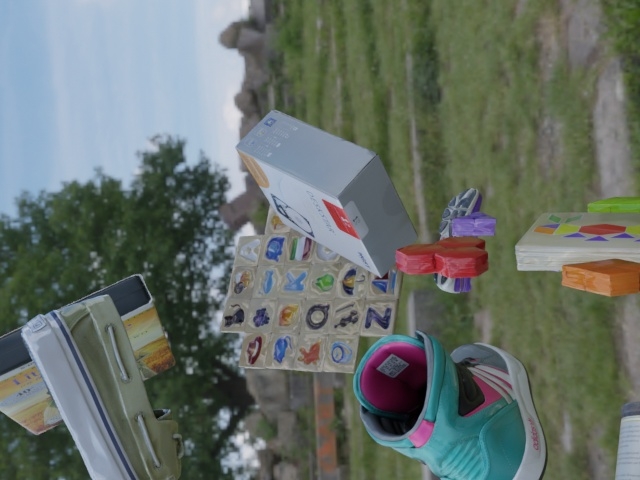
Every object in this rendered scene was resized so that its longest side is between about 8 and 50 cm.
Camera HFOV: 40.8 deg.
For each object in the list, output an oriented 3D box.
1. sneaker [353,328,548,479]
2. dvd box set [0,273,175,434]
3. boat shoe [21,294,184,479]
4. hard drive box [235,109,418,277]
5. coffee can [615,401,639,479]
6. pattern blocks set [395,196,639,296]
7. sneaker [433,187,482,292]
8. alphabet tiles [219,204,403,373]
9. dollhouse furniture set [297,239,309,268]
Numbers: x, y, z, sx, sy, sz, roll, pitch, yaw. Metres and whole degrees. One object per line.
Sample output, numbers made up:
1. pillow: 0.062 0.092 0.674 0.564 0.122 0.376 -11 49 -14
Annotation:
1. sneaker: 0.124 0.158 0.924 0.124 0.178 0.295 -56 7 13
2. dvd box set: -0.419 0.214 1.515 0.062 0.307 0.420 59 165 17
3. boat shoe: -0.182 0.197 0.831 0.302 0.094 0.109 66 160 -9
4. hard drive box: 0.009 -0.071 1.251 0.232 0.089 0.181 28 158 43
5. coffee can: 0.566 0.414 1.360 0.201 0.201 0.275 78 -156 -71
6. pattern blocks set: 0.261 0.001 0.750 0.285 0.325 0.026 -24 -67 -54
7. sneaker: 0.230 0.001 1.377 0.068 0.071 0.170 15 92 66
8. alphabet tiles: -0.017 0.066 1.368 0.011 0.342 0.285 29 -115 -49
9. dollhouse furniture set: 0.000 0.000 1.482 0.161 0.101 0.182 93 152 -71
